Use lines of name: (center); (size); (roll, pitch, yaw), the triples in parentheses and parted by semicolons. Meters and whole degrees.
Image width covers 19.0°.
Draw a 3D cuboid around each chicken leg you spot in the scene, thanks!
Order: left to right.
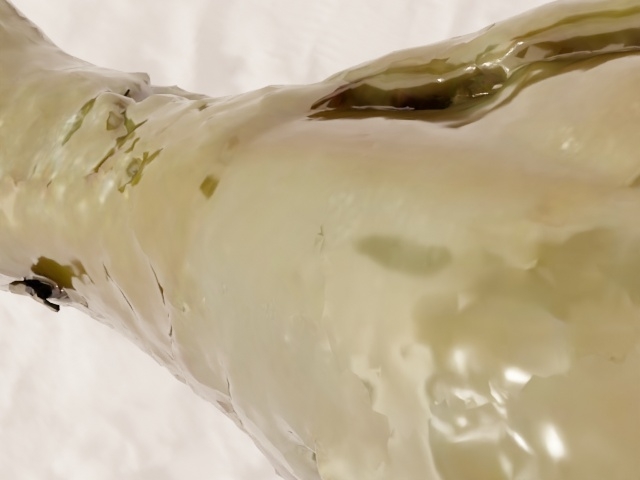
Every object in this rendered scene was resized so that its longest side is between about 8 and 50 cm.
chicken leg: (0.000, 0.000, 0.471); (0.152, 0.429, 0.201); (-37, 136, -44)
